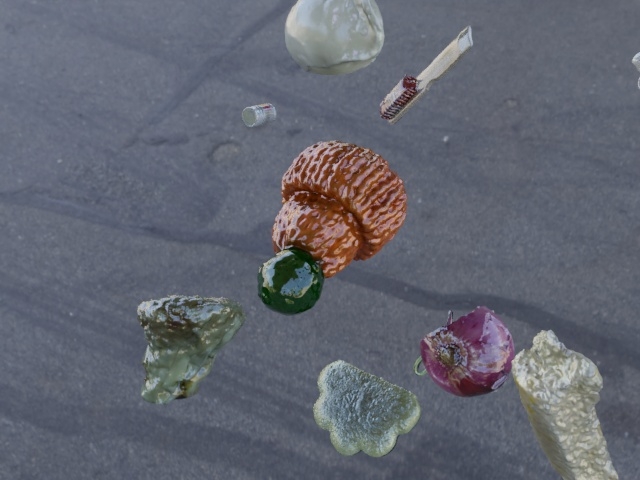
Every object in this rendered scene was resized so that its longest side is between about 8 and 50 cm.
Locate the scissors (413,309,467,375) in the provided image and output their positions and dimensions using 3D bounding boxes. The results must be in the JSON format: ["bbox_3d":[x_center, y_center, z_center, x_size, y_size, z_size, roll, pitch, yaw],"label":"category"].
[{"bbox_3d":[0.318,0.266,1.715,0.134,0.187,0.020,15,11,-11],"label":"scissors"}]

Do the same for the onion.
[{"bbox_3d":[0.333,0.259,1.535,0.207,0.200,0.200,-25,44,11],"label":"onion"}]

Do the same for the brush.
[{"bbox_3d":[0.230,-0.372,1.560,0.050,0.321,0.060,14,61,-24],"label":"brush"}]

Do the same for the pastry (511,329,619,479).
[{"bbox_3d":[0.318,0.226,0.885,0.089,0.258,0.121,-37,38,-8],"label":"pastry"}]

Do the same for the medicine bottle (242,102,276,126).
[{"bbox_3d":[-0.175,-0.358,1.962,0.058,0.058,0.091,24,29,27],"label":"medicine bottle"}]

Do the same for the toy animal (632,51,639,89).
[{"bbox_3d":[0.773,-0.422,1.595,0.071,0.124,0.085,-28,71,-17],"label":"toy animal"}]

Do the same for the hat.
[{"bbox_3d":[0.000,0.000,1.462,0.285,0.285,0.400,21,67,24],"label":"hat"}]

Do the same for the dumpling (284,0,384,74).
[{"bbox_3d":[0.020,-0.361,1.089,0.147,0.193,0.258,-13,26,-27],"label":"dumpling"}]

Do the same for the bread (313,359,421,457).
[{"bbox_3d":[0.092,0.414,1.641,0.287,0.056,0.207,14,76,35],"label":"bread"}]

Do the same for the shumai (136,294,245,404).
[{"bbox_3d":[-0.269,0.224,1.405,0.222,0.272,0.203,4,69,-23],"label":"shumai"}]
